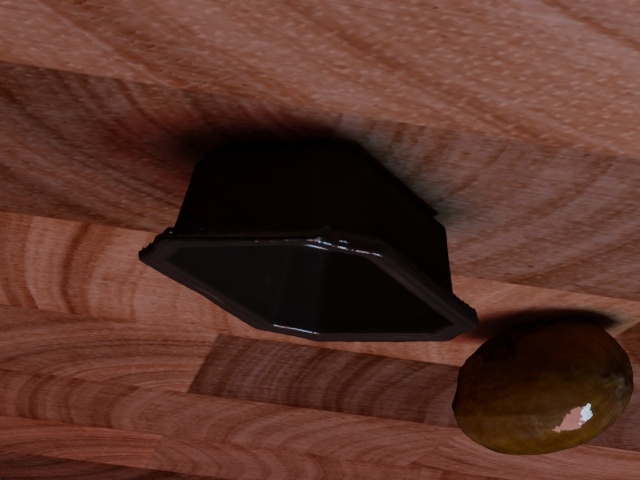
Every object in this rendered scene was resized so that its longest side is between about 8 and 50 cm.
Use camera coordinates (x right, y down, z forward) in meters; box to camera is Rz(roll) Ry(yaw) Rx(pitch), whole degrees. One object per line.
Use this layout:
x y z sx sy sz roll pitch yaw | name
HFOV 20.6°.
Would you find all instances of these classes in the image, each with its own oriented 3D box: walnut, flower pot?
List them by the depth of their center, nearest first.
0.000 0.000 1.209 0.178 0.084 0.251 -1 162 25 | flower pot
0.187 0.130 1.542 0.115 0.116 0.207 17 156 -33 | walnut
